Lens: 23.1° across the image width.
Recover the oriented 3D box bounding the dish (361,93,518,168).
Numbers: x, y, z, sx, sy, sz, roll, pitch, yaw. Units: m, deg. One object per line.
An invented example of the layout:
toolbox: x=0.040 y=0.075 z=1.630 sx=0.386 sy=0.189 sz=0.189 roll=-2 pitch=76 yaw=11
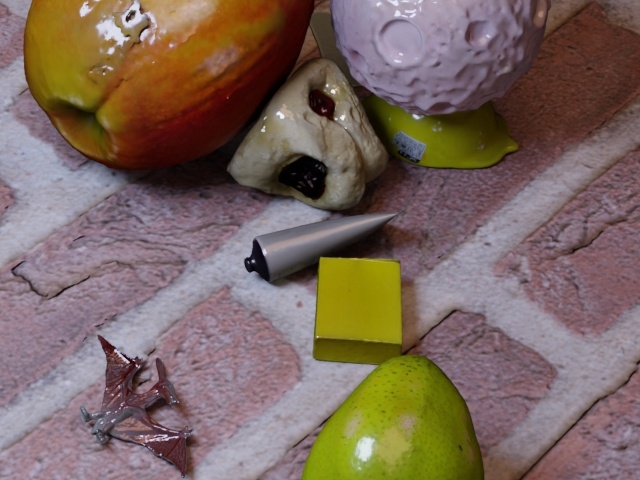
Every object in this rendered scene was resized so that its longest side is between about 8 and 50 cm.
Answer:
dish: x=0.150 y=-0.166 z=1.943 sx=0.208 sy=0.080 sz=0.149 roll=14 pitch=49 yaw=9

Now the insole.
insole: x=0.022 y=-0.252 z=2.056 sx=0.053 sy=0.002 sz=0.152 roll=-11 pitch=51 yaw=-15

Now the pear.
pear: x=0.073 y=0.221 z=1.520 sx=0.187 sy=0.187 sz=0.219 roll=8 pitch=63 yaw=2

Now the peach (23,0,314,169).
peach: x=-0.172 y=-0.252 z=1.825 sx=0.290 sy=0.372 sz=0.372 roll=40 pitch=55 yaw=3

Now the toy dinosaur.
toy dinosaur: x=-0.196 y=0.172 z=1.646 sx=0.108 sy=0.032 sz=0.220 roll=-24 pitch=53 yaw=-20

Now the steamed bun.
steamed bun: x=-0.001 y=-0.110 z=1.847 sx=0.155 sy=0.141 sz=0.172 roll=38 pitch=48 yaw=-1

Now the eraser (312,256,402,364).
eraser: x=0.042 y=0.077 z=1.741 sx=0.097 sy=0.045 sz=0.122 roll=4 pitch=48 yaw=-1

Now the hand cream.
hand cream: x=0.000 y=0.000 z=1.792 sx=0.186 sy=0.087 sz=0.054 roll=-18 pitch=88 yaw=-16

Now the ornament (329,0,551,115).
ornament: x=0.140 y=-0.268 z=1.830 sx=0.259 sy=0.225 sz=0.259 roll=0 pitch=53 yaw=-1
